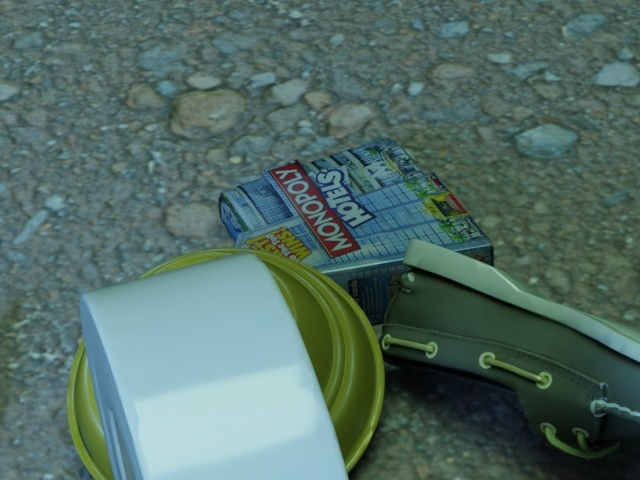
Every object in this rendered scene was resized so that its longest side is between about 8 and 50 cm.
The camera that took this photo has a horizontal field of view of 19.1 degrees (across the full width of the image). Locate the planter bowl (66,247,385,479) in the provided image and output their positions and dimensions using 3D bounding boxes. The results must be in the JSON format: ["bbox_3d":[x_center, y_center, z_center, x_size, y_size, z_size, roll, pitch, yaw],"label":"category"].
[{"bbox_3d":[-0.068,0.074,1.254,0.217,0.090,0.217,-3,56,4],"label":"planter bowl"}]

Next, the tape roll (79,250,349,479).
[{"bbox_3d":[-0.051,0.152,1.050,0.100,0.286,0.286,-15,39,-10],"label":"tape roll"}]

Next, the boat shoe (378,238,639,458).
[{"bbox_3d":[0.164,0.089,1.239,0.305,0.109,0.091,25,91,39],"label":"boat shoe"}]

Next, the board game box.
[{"bbox_3d":[0.000,0.000,1.413,0.194,0.060,0.194,-18,40,-16],"label":"board game box"}]
